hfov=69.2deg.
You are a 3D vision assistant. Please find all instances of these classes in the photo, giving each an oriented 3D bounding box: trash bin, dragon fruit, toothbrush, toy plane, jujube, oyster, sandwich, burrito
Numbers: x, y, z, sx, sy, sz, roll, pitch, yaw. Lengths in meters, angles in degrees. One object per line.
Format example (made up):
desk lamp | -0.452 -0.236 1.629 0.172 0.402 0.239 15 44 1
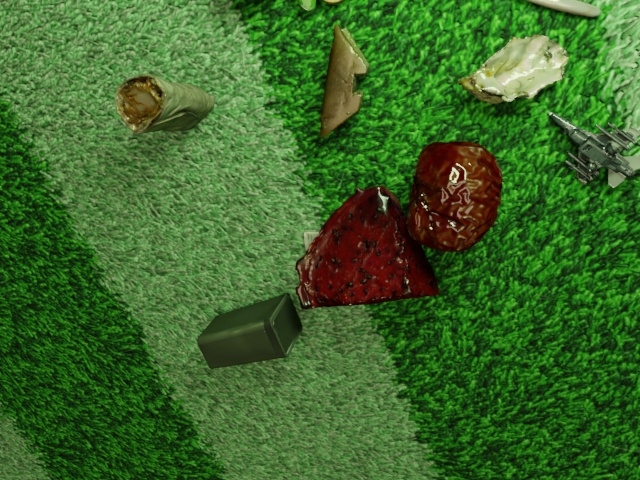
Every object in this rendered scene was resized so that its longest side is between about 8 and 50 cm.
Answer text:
trash bin | -0.195 0.257 1.282 0.241 0.164 0.122 -17 105 18
dragon fruit | 0.104 0.044 1.178 0.329 0.228 0.286 -24 77 33
toothbrush | 0.418 -0.500 0.944 0.307 0.029 0.025 17 106 5
toy plane | 0.585 -0.198 0.996 0.234 0.082 0.160 31 140 0
jujube | 0.294 -0.099 1.020 0.213 0.213 0.232 8 108 9
oyster | 0.415 -0.352 0.985 0.209 0.072 0.133 -38 93 2
sandwich | 0.062 -0.350 1.043 0.088 0.090 0.244 12 109 12
burrito | -0.345 -0.305 1.038 0.143 0.299 0.105 -21 100 13

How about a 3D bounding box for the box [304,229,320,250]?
box | 0.000 0.000 1.221 0.083 0.024 0.054 1 108 13

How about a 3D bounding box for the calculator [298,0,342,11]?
calculator | 0.032 -0.599 0.989 0.146 0.032 0.235 45 111 -6
